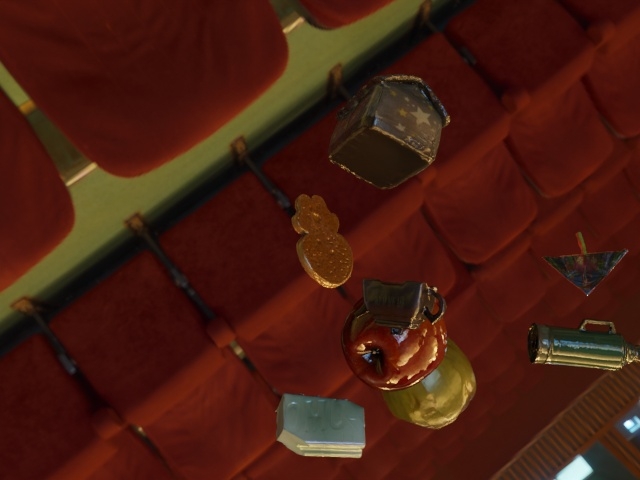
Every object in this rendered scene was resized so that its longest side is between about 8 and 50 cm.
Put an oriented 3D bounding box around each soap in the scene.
[{"bbox_3d":[-0.004,0.481,1.730,0.230,0.145,0.091,4,140,-5],"label":"soap"}]

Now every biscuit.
[{"bbox_3d":[-0.001,0.000,1.929,0.202,0.289,0.044,-8,160,-45],"label":"biscuit"}]

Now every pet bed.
[{"bbox_3d":[0.133,-0.227,1.334,0.211,0.183,0.159,-33,-146,63],"label":"pet bed"}]

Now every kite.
[{"bbox_3d":[0.614,0.052,1.539,0.189,0.159,0.010,-5,157,25],"label":"kite"}]

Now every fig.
[{"bbox_3d":[0.252,0.325,1.641,0.239,0.271,0.239,-26,-174,3],"label":"fig"}]

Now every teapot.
[{"bbox_3d":[0.142,0.124,1.206,0.177,0.096,0.087,1,169,30],"label":"teapot"}]

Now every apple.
[{"bbox_3d":[0.156,0.206,1.409,0.218,0.218,0.201,-44,164,34],"label":"apple"}]

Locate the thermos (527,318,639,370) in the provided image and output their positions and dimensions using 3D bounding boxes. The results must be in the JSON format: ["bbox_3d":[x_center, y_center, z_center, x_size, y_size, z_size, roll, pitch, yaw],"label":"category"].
[{"bbox_3d":[0.473,0.188,1.184,0.073,0.187,0.083,91,5,-68],"label":"thermos"}]
